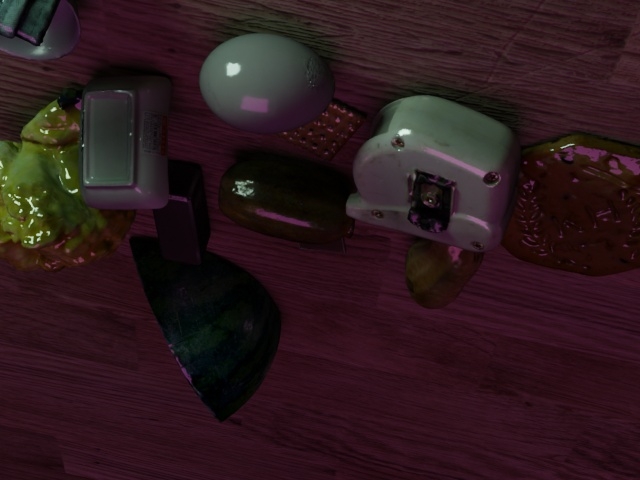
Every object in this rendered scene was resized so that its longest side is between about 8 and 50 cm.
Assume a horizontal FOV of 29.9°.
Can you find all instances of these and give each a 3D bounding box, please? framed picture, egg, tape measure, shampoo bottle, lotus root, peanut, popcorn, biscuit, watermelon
[{"bbox_3d":[0.000,0.000,2.187,0.089,0.007,0.066,5,146,13],"label":"framed picture"},{"bbox_3d":[-0.078,-0.228,1.751,0.198,0.146,0.146,7,147,-4],"label":"egg"},{"bbox_3d":[0.171,-0.097,1.849,0.258,0.130,0.265,18,146,16],"label":"tape measure"},{"bbox_3d":[-0.249,-0.038,2.152,0.079,0.080,0.246,10,146,7],"label":"shampoo bottle"},{"bbox_3d":[-0.057,-0.065,2.005,0.241,0.124,0.123,12,155,4],"label":"lotus root"},{"bbox_3d":[0.213,0.030,2.069,0.110,0.120,0.236,-13,148,-23],"label":"peanut"},{"bbox_3d":[-0.449,-0.070,2.028,0.293,0.293,0.237,30,162,-24],"label":"popcorn"},{"bbox_3d":[0.430,-0.046,1.940,0.359,0.046,0.359,10,145,7],"label":"biscuit"},{"bbox_3d":[-0.201,0.143,2.354,0.222,0.319,0.292,-24,151,-6],"label":"watermelon"},{"bbox_3d":[-0.057,-0.207,1.892,0.231,0.016,0.139,24,145,-15],"label":"biscuit"}]

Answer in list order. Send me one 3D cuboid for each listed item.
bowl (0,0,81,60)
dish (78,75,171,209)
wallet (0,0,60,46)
[{"bbox_3d":[-0.425,-0.356,1.740,0.189,0.086,0.189,9,148,6],"label":"bowl"},{"bbox_3d":[-0.317,-0.156,1.880,0.151,0.212,0.077,1,178,19],"label":"dish"},{"bbox_3d":[-0.484,-0.408,1.545,0.342,0.237,0.075,23,148,-14],"label":"wallet"}]
